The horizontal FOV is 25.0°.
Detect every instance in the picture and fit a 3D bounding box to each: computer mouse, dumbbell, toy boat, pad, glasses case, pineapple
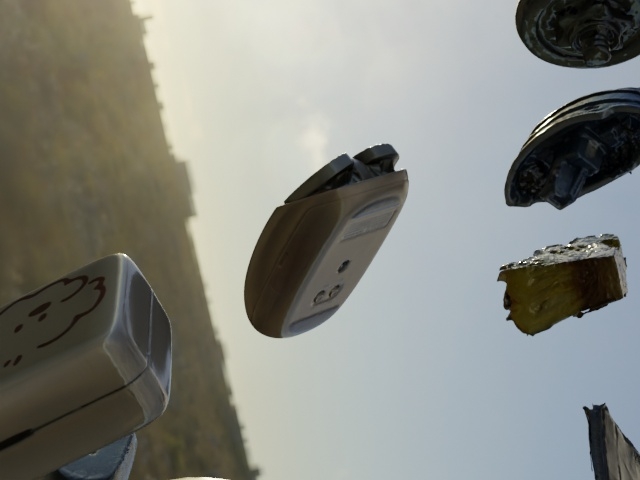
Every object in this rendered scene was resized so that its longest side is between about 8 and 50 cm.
[{"bbox_3d":[0.000,0.000,1.470,0.082,0.145,0.236,45,-51,23],"label":"computer mouse"},{"bbox_3d":[0.311,-0.376,1.728,0.179,0.179,0.406,85,4,-58],"label":"dumbbell"},{"bbox_3d":[0.370,-0.117,2.052,0.309,0.129,0.142,-32,-150,48],"label":"toy boat"},{"bbox_3d":[0.298,0.280,1.334,0.174,0.022,0.233,48,29,-31],"label":"pad"},{"bbox_3d":[-0.269,0.131,1.035,0.076,0.336,0.144,61,7,-26],"label":"glasses case"},{"bbox_3d":[0.390,0.055,2.201,0.186,0.236,0.114,12,-54,65],"label":"pineapple"},{"bbox_3d":[-0.312,0.302,1.937,0.229,0.113,0.068,-83,-174,-71],"label":"computer mouse"}]

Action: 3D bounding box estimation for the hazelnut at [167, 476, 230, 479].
[{"bbox_3d":[-0.105,0.394,1.198,0.353,0.421,0.420,35,-34,39],"label":"hazelnut"}]
